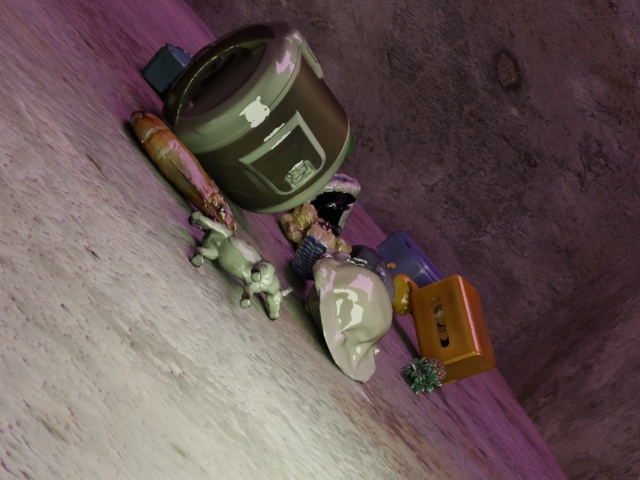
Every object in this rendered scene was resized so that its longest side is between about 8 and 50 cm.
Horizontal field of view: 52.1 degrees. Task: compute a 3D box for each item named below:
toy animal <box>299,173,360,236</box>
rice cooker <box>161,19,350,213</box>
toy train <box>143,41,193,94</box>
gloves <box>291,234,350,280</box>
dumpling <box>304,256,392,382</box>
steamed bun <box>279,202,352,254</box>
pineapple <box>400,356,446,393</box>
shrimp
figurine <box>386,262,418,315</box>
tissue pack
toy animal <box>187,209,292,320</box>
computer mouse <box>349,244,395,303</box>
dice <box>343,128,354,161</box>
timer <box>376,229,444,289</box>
[{"bbox_3d":[0.013,-0.103,1.908,0.156,0.208,0.204,23,16,-10],"label":"toy animal"},{"bbox_3d":[-0.129,-0.253,1.325,0.325,0.335,0.335,48,9,-40],"label":"rice cooker"},{"bbox_3d":[-0.329,-0.383,1.572,0.163,0.112,0.203,45,9,-1],"label":"toy train"},{"bbox_3d":[-0.002,0.041,1.420,0.229,0.119,0.097,122,-37,-80],"label":"gloves"},{"bbox_3d":[0.074,0.149,1.294,0.293,0.163,0.204,59,-1,-37],"label":"dumpling"},{"bbox_3d":[0.000,0.000,1.656,0.192,0.106,0.177,41,15,-54],"label":"steamed bun"},{"bbox_3d":[0.283,0.352,1.718,0.103,0.083,0.221,54,12,21],"label":"pineapple"},{"bbox_3d":[-0.237,-0.118,1.160,0.287,0.063,0.152,51,-2,7],"label":"shrimp"},{"bbox_3d":[0.253,0.160,2.206,0.156,0.131,0.246,3,19,-23],"label":"figurine"},{"bbox_3d":[0.396,0.271,1.988,0.145,0.194,0.274,41,33,-46],"label":"tissue pack"},{"bbox_3d":[-0.127,0.037,1.041,0.217,0.073,0.176,46,4,-4],"label":"toy animal"},{"bbox_3d":[0.136,0.104,1.894,0.188,0.122,0.371,49,13,-11],"label":"computer mouse"},{"bbox_3d":[-0.105,-0.289,1.689,0.300,0.297,0.287,46,13,-32],"label":"dice"},{"bbox_3d":[0.399,0.167,2.693,0.395,0.173,0.395,49,8,-10],"label":"timer"}]
